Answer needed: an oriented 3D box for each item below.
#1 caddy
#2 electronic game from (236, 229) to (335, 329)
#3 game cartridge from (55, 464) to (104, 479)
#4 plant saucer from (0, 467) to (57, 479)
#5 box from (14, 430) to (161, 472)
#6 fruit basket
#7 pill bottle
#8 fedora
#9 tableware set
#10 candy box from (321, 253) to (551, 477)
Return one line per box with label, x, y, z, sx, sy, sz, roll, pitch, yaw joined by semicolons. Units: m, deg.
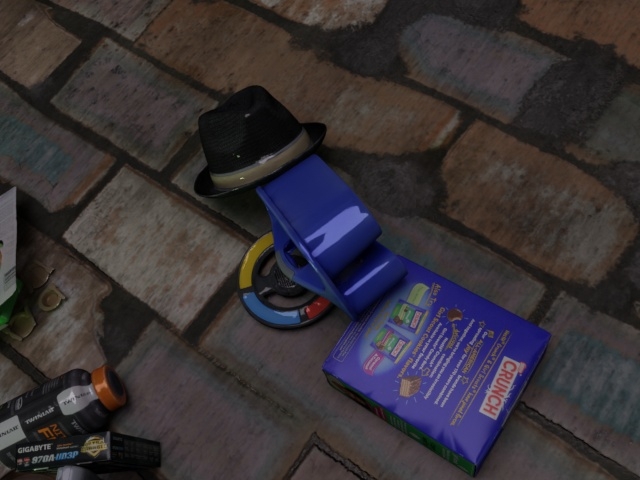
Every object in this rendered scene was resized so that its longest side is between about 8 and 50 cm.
caddy;0.000;0.000;1.299;0.179;0.241;0.341;-37;36;-1
electronic game;-0.061;0.072;1.463;0.229;0.048;0.229;-5;64;10
game cartridge;-0.414;0.498;1.209;0.062;0.297;0.198;3;66;-7
plant saucer;-0.535;0.501;1.332;0.168;0.029;0.168;19;48;-22
box;-0.412;0.389;1.294;0.175;0.220;0.051;-9;68;9
fruit basket;-0.783;0.079;1.572;0.327;0.165;0.353;-33;41;7
pill bottle;-0.506;0.333;1.392;0.245;0.130;0.130;-27;63;-1
fedora;-0.154;-0.220;1.477;0.334;0.152;0.334;-24;23;11
tableware set;-0.646;0.130;1.581;0.168;0.020;0.141;-44;64;-10
candy box;0.208;0.219;1.294;0.317;0.122;0.268;29;73;24
